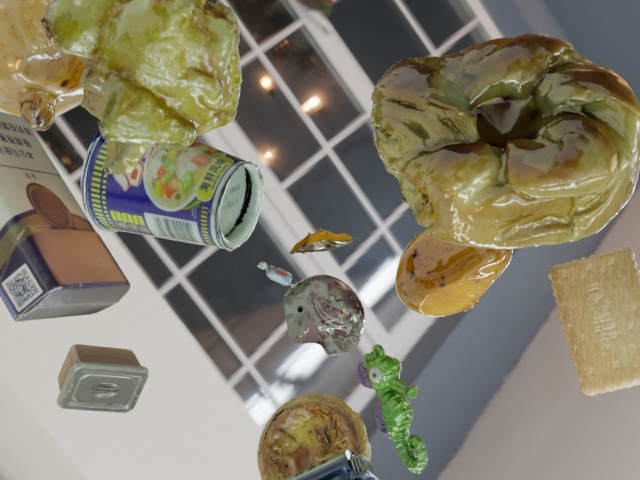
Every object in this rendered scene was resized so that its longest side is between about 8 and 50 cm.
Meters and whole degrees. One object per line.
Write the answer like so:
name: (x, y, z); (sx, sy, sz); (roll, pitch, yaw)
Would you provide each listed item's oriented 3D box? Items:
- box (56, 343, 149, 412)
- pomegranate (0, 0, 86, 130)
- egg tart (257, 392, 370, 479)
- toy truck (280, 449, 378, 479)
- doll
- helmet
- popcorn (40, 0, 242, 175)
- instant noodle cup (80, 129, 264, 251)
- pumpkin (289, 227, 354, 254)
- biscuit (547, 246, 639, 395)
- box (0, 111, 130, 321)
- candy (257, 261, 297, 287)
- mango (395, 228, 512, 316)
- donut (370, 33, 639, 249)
box: (-0.328, 0.204, 1.415); (0.089, 0.122, 0.062); (-63, -142, 22)
pomegranate: (-0.621, -0.429, 2.095); (0.410, 0.410, 0.410); (-35, -169, 8)
egg tart: (-0.012, 0.509, 2.268); (0.290, 0.290, 0.115); (-36, 147, 2)
toy truck: (-0.016, 0.371, 1.380); (0.202, 0.074, 0.088); (-28, -129, 13)
doll: (0.107, 0.238, 1.352); (0.050, 0.190, 0.115); (-17, 179, -24)
helmet: (0.020, 0.131, 1.847); (0.107, 0.177, 0.153); (-54, -152, 37)
popcorn: (-0.262, -0.261, 1.529); (0.290, 0.321, 0.325); (-9, -149, 7)
instant noodle cup: (-0.302, -0.111, 2.037); (0.312, 0.284, 0.284); (16, -142, 22)
pumpkin: (0.001, 0.000, 1.681); (0.101, 0.035, 0.073); (-6, 166, -24)
biscuit: (0.519, 0.147, 1.724); (0.160, 0.249, 0.030); (-17, 178, 15)
box: (-0.334, -0.032, 1.060); (0.071, 0.259, 0.168); (-39, 168, 13)
candy: (-0.074, 0.060, 1.692); (0.030, 0.083, 0.020); (-30, -145, 51)
mango: (0.292, 0.045, 2.081); (0.290, 0.160, 0.191); (-29, -130, 32)
donut: (0.242, -0.141, 1.269); (0.360, 0.170, 0.360); (-5, -137, 5)
